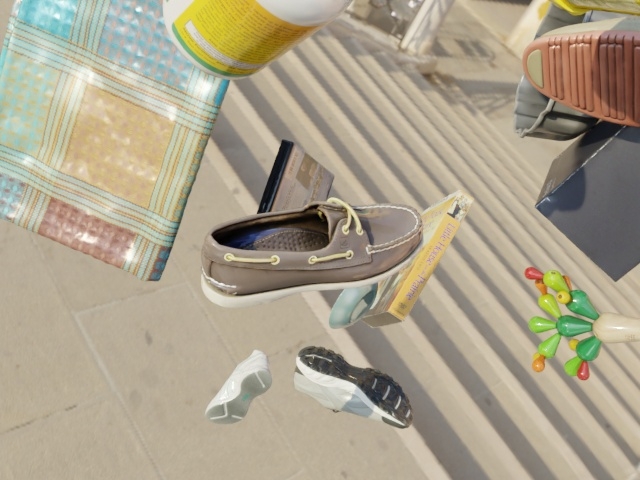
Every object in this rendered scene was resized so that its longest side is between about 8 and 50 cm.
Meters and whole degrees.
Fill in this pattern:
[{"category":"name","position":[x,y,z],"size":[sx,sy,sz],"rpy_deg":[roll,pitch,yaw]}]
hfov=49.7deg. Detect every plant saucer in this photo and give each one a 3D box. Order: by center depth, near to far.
[{"category":"plant saucer","position":[0.100,0.168,1.846],"size":[0.037,0.194,0.195],"rpy_deg":[37,41,26]}]

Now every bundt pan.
[{"category":"bundt pan","position":[0.480,-0.333,1.282],"size":[0.124,0.330,0.330],"rpy_deg":[17,44,0]}]

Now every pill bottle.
[{"category":"pill bottle","position":[-0.040,-0.218,0.566],"size":[0.118,0.208,0.117],"rpy_deg":[6,80,-32]}]

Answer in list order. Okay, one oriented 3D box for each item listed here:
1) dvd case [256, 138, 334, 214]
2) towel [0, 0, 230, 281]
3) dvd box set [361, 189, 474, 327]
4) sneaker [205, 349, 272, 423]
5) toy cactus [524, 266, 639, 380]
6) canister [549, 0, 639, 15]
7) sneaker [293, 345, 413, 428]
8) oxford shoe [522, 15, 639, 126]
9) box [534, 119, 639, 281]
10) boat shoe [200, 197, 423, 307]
[{"category":"dvd case","position":[-0.044,-0.048,1.113],"size":[0.022,0.180,0.253],"rpy_deg":[19,-1,16]},{"category":"towel","position":[-0.257,-0.161,0.815],"size":[0.272,0.370,0.040],"rpy_deg":[23,15,3]},{"category":"dvd box set","position":[0.280,0.063,2.059],"size":[0.062,0.307,0.420],"rpy_deg":[34,76,-5]},{"category":"sneaker","position":[-0.123,0.228,1.064],"size":[0.054,0.152,0.061],"rpy_deg":[33,27,-24]},{"category":"toy cactus","position":[0.416,0.139,1.104],"size":[0.112,0.181,0.218],"rpy_deg":[-36,117,-48]},{"category":"canister","position":[0.279,-0.260,0.608],"size":[0.073,0.126,0.170],"rpy_deg":[27,15,-19]},{"category":"sneaker","position":[0.067,0.321,1.450],"size":[0.272,0.107,0.100],"rpy_deg":[25,31,11]},{"category":"oxford shoe","position":[0.470,-0.240,0.891],"size":[0.397,0.140,0.146],"rpy_deg":[11,56,26]},{"category":"box","position":[0.546,-0.144,1.142],"size":[0.179,0.312,0.343],"rpy_deg":[45,30,3]},{"category":"boat shoe","position":[0.000,0.000,0.921],"size":[0.325,0.096,0.116],"rpy_deg":[-12,48,-18]}]
